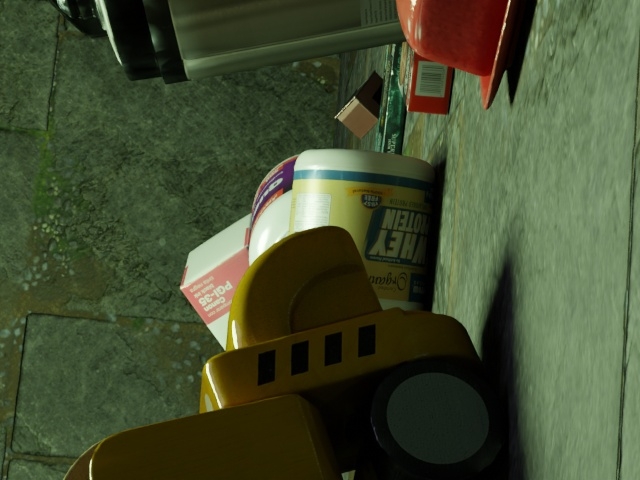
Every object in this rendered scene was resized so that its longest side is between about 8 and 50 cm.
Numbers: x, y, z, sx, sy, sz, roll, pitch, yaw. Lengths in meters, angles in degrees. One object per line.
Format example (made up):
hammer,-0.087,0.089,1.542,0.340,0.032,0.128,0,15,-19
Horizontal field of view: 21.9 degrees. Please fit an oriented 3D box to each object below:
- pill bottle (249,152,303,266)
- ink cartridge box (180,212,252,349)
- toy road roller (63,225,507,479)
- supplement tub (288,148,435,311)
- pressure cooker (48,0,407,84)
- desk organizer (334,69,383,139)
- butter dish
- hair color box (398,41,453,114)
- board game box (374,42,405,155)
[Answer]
pill bottle,0.000,0.000,2.094,0.323,0.181,0.181,-95,11,-77
ink cartridge box,-0.066,0.124,2.320,0.283,0.117,0.207,56,-173,-12
toy road roller,-0.040,0.135,1.192,0.202,0.330,0.240,99,154,-55
supplement tub,0.037,0.014,1.663,0.144,0.144,0.199,143,133,-86
pressure cooker,-0.090,-0.340,1.544,0.375,0.420,0.370,-107,5,-75
desk organizer,0.069,-0.200,2.424,0.047,0.050,0.130,-45,5,27
butter dish,0.092,-0.205,1.234,0.160,0.118,0.160,-86,3,-47
hair color box,0.106,-0.176,1.671,0.141,0.043,0.072,-91,7,-75
board game box,0.093,-0.176,2.129,0.126,0.026,0.186,-93,9,-75
